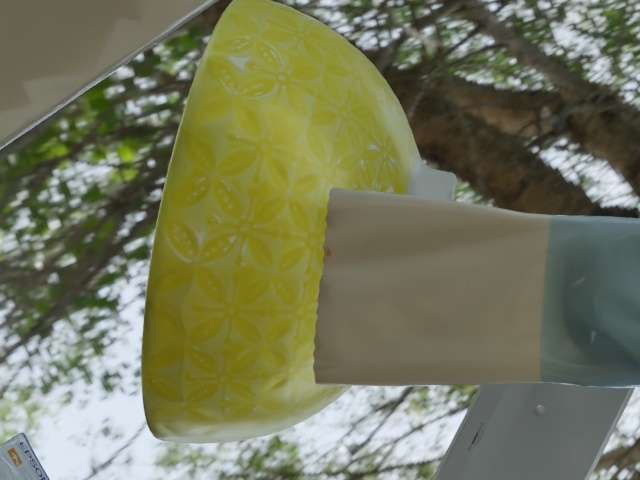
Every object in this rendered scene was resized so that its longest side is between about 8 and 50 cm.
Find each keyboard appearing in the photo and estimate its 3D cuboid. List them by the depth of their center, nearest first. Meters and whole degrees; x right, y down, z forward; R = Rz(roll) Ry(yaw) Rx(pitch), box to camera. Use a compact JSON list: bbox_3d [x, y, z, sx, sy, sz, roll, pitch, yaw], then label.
[{"bbox_3d":[0.082,0.153,0.759,0.072,0.014,0.256,27,-93,14],"label":"keyboard"}]

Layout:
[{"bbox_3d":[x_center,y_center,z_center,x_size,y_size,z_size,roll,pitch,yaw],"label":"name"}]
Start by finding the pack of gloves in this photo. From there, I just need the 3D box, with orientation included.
[{"bbox_3d":[0.109,0.086,0.577,0.232,0.046,0.195,6,-87,21],"label":"pack of gloves"}]

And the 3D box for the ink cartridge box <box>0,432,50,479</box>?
[{"bbox_3d":[-0.222,0.267,1.117,0.045,0.224,0.223,-31,-91,6],"label":"ink cartridge box"}]

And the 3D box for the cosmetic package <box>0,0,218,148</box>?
[{"bbox_3d":[-0.109,-0.155,0.604,0.309,0.113,0.160,-24,-133,50],"label":"cosmetic package"}]

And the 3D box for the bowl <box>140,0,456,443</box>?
[{"bbox_3d":[0.000,0.000,0.936,0.156,0.289,0.289,11,-67,5],"label":"bowl"}]
